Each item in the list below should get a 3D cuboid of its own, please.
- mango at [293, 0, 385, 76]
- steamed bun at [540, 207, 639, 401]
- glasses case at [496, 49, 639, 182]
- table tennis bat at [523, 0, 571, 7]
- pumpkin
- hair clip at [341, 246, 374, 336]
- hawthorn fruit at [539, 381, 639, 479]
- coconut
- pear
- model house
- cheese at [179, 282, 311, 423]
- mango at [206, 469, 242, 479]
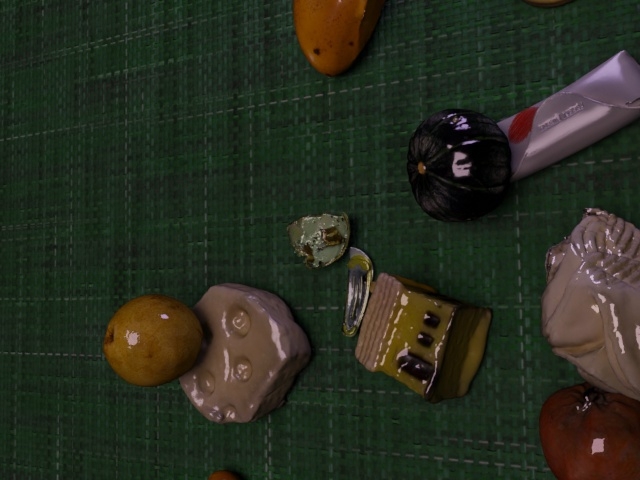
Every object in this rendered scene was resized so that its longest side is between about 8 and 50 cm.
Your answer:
[{"bbox_3d":[0.034,-0.494,1.682,0.191,0.160,0.290,22,108,24],"label":"mango"},{"bbox_3d":[0.509,0.139,1.284,0.394,0.346,0.237,-114,34,-51],"label":"steamed bun"},{"bbox_3d":[0.449,-0.223,1.446,0.308,0.083,0.128,-29,73,26],"label":"glasses case"},{"bbox_3d":[0.482,-0.577,1.476,0.321,0.050,0.198,-42,65,27],"label":"table tennis bat"},{"bbox_3d":[0.256,-0.138,1.492,0.220,0.162,0.220,177,90,-69],"label":"pumpkin"},{"bbox_3d":[0.077,0.111,1.680,0.060,0.033,0.188,8,89,29],"label":"hair clip"},{"bbox_3d":[0.471,0.368,1.351,0.199,0.199,0.251,2,108,31],"label":"hawthorn fruit"},{"bbox_3d":[0.001,-0.002,1.721,0.158,0.055,0.133,11,94,33],"label":"coconut"},{"bbox_3d":[-0.368,0.217,1.722,0.209,0.209,0.209,-2,86,31],"label":"pear"},{"bbox_3d":[0.184,0.180,1.550,0.234,0.175,0.193,22,99,41],"label":"model house"},{"bbox_3d":[-0.177,0.253,1.777,0.326,0.115,0.318,-2,85,33],"label":"cheese"},{"bbox_3d":[-0.201,0.594,1.791,0.159,0.084,0.105,46,115,25],"label":"mango"}]
